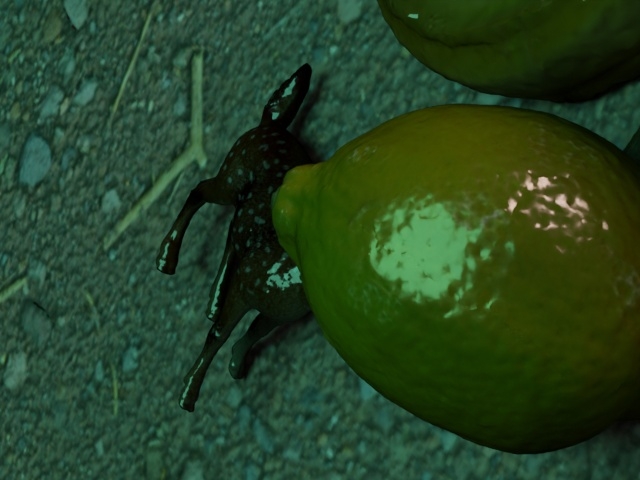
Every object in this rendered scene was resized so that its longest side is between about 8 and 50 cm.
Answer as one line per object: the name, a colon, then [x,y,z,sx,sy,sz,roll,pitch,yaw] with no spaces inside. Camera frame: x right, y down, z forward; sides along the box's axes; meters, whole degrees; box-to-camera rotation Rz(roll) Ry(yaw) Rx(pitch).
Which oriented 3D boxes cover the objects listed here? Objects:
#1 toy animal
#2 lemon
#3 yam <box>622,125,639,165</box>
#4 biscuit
toy animal: [-0.015,-0.002,1.200,0.260,0.087,0.243,-51,49,32]
lemon: [0.089,0.014,0.981,0.248,0.184,0.184,26,103,8]
yam: [0.221,-0.115,1.006,0.027,0.029,0.234,40,112,17]
biscuit: [0.128,-0.229,1.087,0.296,0.102,0.296,-14,71,48]
